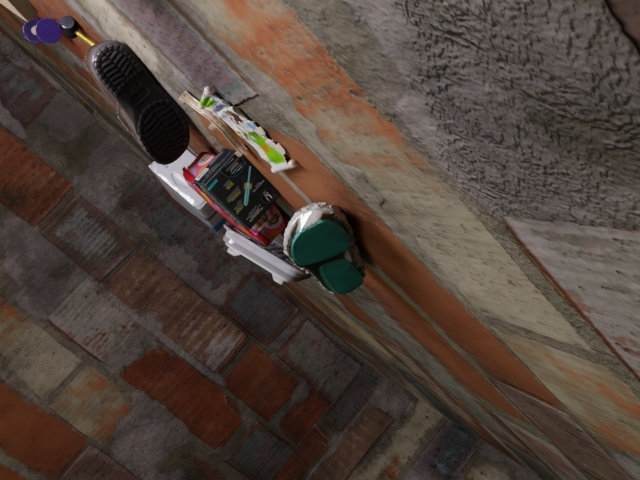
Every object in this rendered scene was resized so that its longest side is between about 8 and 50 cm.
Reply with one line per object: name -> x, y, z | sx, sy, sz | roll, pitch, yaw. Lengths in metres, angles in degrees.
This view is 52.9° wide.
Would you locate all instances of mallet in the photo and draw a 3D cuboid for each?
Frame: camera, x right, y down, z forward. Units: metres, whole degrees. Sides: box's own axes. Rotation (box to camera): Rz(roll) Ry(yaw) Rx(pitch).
mallet -> -0.581, -0.503, 1.638 | 0.190, 0.039, 0.062 | 35, 167, 5

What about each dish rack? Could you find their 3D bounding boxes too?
dish rack -> -0.155, 0.049, 1.980 | 0.286, 0.072, 0.333 | 30, -174, 8

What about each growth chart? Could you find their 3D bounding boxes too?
growth chart -> -0.147, -0.215, 1.271 | 0.237, 0.021, 0.172 | 41, 169, -6

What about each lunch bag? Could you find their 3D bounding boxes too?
lunch bag -> -0.245, -0.122, 1.793 | 0.293, 0.120, 0.258 | 44, 175, -27

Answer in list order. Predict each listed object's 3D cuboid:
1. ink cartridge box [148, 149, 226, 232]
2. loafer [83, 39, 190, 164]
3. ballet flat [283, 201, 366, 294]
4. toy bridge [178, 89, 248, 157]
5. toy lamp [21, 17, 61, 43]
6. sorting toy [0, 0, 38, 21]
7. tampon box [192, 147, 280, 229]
ink cartridge box -> -0.418, -0.173, 2.161 | 0.223, 0.129, 0.307 | 40, 170, 9
loafer -> -0.442, -0.343, 1.573 | 0.130, 0.134, 0.365 | 38, 161, 41
ballet flat -> 0.000, 0.000, 1.367 | 0.147, 0.147, 0.409 | 37, 169, 23
toy bridge -> -0.227, -0.252, 1.394 | 0.188, 0.026, 0.063 | 43, 169, -13
toy lamp -> -0.849, -0.632, 1.942 | 0.080, 0.080, 0.275 | 48, 169, -34
sorting toy -> -0.534, -0.475, 0.915 | 0.257, 0.089, 0.255 | 36, 170, 23
tampon box -> -0.205, -0.128, 1.576 | 0.161, 0.120, 0.101 | 46, 168, -28
